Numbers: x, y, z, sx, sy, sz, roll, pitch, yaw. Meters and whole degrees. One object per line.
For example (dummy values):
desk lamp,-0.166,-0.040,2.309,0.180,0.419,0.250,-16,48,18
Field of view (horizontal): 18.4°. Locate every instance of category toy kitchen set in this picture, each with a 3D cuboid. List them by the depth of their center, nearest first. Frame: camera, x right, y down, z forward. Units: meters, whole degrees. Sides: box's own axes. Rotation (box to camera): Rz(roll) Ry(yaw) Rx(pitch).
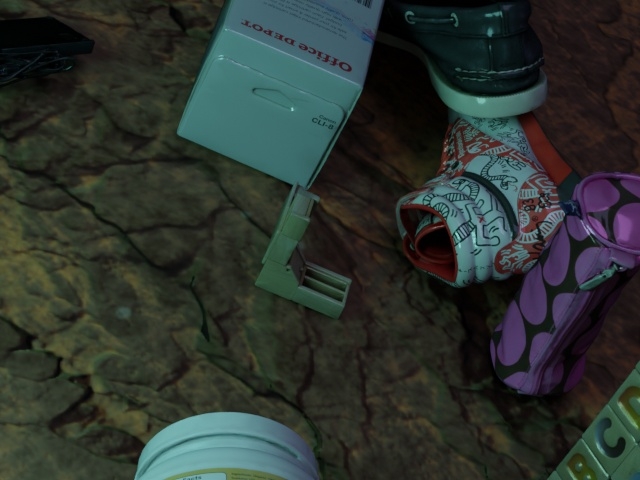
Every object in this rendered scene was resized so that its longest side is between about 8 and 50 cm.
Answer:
toy kitchen set,0.000,0.000,1.569,0.075,0.083,0.068,23,40,-6

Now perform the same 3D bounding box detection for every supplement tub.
supplement tub,-0.060,0.223,1.248,0.144,0.144,0.200,15,41,-15

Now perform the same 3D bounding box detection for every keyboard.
keyboard,-0.280,-0.148,1.621,0.192,0.038,0.100,-11,30,-36

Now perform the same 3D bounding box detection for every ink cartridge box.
ink cartridge box,-0.031,-0.159,1.688,0.128,0.127,0.176,23,39,-7

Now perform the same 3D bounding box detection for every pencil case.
pencil case,0.200,0.041,1.544,0.095,0.209,0.098,9,49,-10

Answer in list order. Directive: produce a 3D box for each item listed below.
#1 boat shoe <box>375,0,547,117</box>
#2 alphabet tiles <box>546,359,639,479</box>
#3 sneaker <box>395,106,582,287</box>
boat shoe,0.107,-0.224,1.775,0.127,0.113,0.340,-10,29,-9
alphabet tiles,0.259,0.189,1.393,0.009,0.237,0.198,-6,50,-39
sneaker,0.122,-0.055,1.691,0.145,0.090,0.270,-14,36,-13
